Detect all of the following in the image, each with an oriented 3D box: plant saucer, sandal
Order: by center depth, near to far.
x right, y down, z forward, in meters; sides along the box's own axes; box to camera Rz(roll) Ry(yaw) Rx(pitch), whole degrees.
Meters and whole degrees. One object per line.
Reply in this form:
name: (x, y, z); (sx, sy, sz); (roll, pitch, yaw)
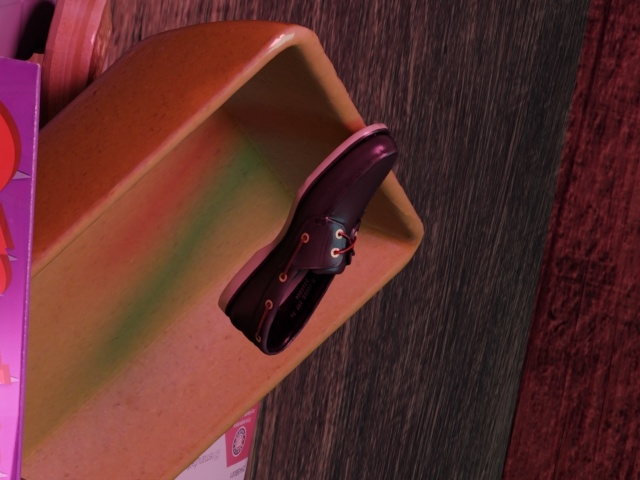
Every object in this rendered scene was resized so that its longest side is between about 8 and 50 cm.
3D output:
plant saucer: (-0.115, 0.039, 0.927); (0.333, 0.081, 0.333); (-43, 159, -2)
sandal: (-0.102, -0.057, 0.963); (0.240, 0.079, 0.088); (106, -4, -70)

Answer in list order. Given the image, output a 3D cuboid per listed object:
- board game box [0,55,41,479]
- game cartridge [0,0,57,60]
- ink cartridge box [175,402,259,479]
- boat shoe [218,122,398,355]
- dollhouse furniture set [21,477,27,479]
board game box: (-0.196, 0.086, 0.547); (0.208, 0.056, 0.347); (12, 65, -31)
game cartridge: (-0.188, -0.161, 0.779); (0.294, 0.060, 0.196); (-34, 138, -66)
ink cartridge box: (-0.124, 0.202, 1.186); (0.158, 0.092, 0.218); (-8, 113, -71)
boat shoe: (0.001, 0.000, 0.896); (0.133, 0.042, 0.049); (-53, 154, 20)
dollhouse furniture set: (-0.179, 0.199, 0.802); (0.184, 0.129, 0.129); (-61, -163, -1)
